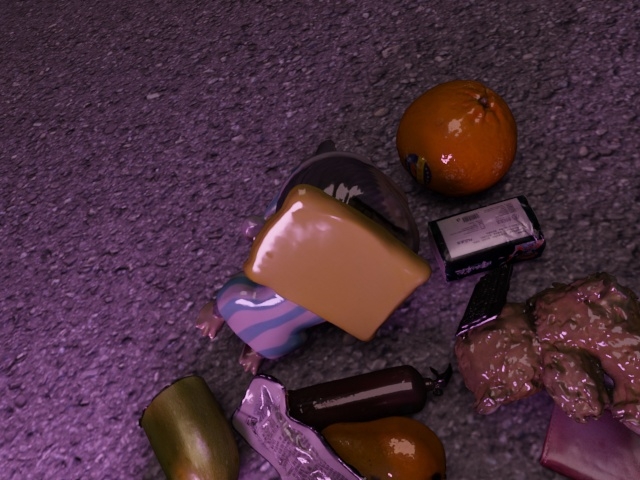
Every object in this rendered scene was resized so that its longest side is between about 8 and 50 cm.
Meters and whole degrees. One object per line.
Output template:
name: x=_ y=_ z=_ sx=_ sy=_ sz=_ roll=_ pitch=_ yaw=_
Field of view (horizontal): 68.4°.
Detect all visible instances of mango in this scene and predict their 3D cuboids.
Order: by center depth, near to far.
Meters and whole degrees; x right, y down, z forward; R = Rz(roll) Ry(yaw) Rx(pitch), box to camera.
mango: x=0.082 y=0.305 z=0.650 sx=0.178 sy=0.090 sz=0.114 roll=-11 pitch=87 yaw=11

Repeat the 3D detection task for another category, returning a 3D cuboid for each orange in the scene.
orange: x=0.251 y=-0.189 z=0.874 sx=0.220 sy=0.192 sz=0.219 roll=-2 pitch=43 yaw=2

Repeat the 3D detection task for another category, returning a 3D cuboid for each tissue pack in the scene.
tissue pack: x=0.278 y=-0.002 z=0.799 sx=0.171 sy=0.090 sz=0.103 roll=-17 pitch=54 yaw=8

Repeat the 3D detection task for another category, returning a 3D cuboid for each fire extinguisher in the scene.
fire extinguisher: x=0.072 y=0.235 z=0.718 sx=0.268 sy=0.089 sz=0.072 roll=-16 pitch=93 yaw=8

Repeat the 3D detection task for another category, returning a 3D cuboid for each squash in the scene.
squash: x=-0.188 y=0.311 z=0.712 sx=0.123 sy=0.123 sz=0.186 roll=-37 pitch=55 yaw=-9

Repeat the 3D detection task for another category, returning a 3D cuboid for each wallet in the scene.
wallet: x=0.419 y=0.286 z=0.610 sx=0.233 sy=0.025 sz=0.119 roll=17 pitch=65 yaw=26

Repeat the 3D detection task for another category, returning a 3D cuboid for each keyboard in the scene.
keyboard: x=0.247 y=0.082 z=0.706 sx=0.074 sy=0.196 sz=0.015 roll=-32 pitch=91 yaw=32

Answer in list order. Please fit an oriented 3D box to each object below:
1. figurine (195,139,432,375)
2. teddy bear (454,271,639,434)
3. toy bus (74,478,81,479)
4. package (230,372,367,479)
figurine: x=0.000 y=0.000 z=0.853 sx=0.362 sy=0.266 sz=0.377 roll=-35 pitch=17 yaw=23
teddy bear: x=0.308 y=0.145 z=0.643 sx=0.256 sy=0.156 sz=0.267 roll=-31 pitch=14 yaw=27
toy bus: x=-0.274 y=0.408 z=0.624 sx=0.143 sy=0.202 sz=0.141 roll=-1 pitch=58 yaw=18
package: x=-0.035 y=0.296 z=0.655 sx=0.232 sy=0.166 sz=0.040 roll=39 pitch=37 yaw=22
